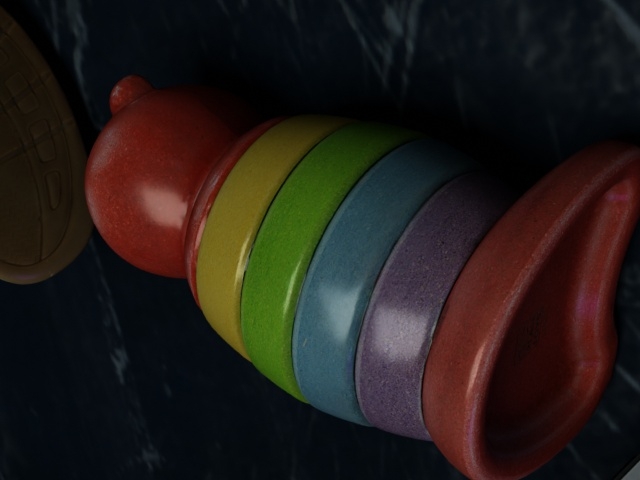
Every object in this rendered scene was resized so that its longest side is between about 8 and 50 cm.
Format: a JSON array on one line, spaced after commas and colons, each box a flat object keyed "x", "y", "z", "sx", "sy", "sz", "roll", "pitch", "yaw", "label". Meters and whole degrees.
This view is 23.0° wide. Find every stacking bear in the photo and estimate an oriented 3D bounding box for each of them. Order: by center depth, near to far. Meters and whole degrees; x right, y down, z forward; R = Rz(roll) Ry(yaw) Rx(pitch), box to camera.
[{"x": 0.000, "y": 0.000, "z": 0.836, "sx": 0.289, "sy": 0.164, "sz": 0.175, "roll": 24, "pitch": 128, "yaw": 29, "label": "stacking bear"}]

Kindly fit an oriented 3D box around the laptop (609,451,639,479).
[{"x": 0.309, "y": 0.223, "z": 0.693, "sx": 0.382, "sy": 0.408, "sz": 0.236, "roll": 47, "pitch": 167, "yaw": 4, "label": "laptop"}]

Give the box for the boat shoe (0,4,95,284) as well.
[{"x": -0.270, "y": -0.117, "z": 1.001, "sx": 0.342, "sy": 0.123, "sz": 0.123, "roll": 50, "pitch": 164, "yaw": -7, "label": "boat shoe"}]
